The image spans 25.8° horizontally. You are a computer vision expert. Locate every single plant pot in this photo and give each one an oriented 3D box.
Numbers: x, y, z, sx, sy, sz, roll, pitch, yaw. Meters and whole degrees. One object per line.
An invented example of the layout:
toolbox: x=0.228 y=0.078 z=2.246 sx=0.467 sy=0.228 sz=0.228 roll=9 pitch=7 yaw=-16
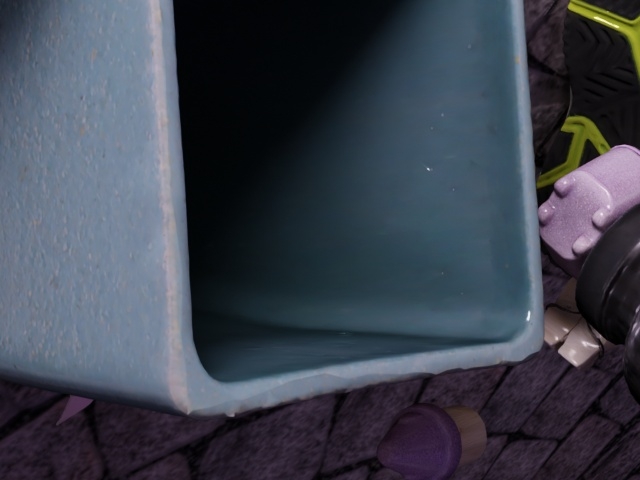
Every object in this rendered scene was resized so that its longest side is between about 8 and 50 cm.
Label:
plant pot: x=-0.072 y=-0.057 z=0.647 sx=0.247 sy=0.252 sz=0.248 roll=-2 pitch=89 yaw=-50

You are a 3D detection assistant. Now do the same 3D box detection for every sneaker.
sneaker: x=0.281 y=-0.146 z=1.166 sx=0.147 sy=0.145 sz=0.385 roll=-38 pitch=153 yaw=-46

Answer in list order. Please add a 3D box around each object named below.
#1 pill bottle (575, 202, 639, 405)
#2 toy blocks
pill bottle: x=0.239 y=0.071 z=0.734 sx=0.122 sy=0.219 sz=0.123 roll=-23 pitch=136 yaw=-24
toy blocks: x=0.000 y=0.000 z=0.857 sx=0.260 sy=0.309 sz=0.289 roll=-2 pitch=128 yaw=-51
